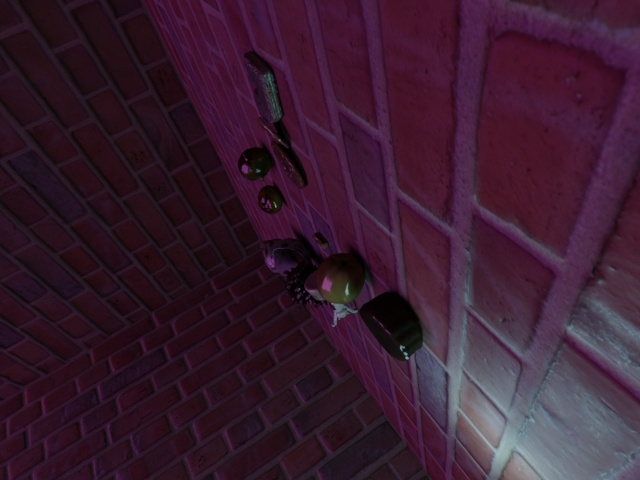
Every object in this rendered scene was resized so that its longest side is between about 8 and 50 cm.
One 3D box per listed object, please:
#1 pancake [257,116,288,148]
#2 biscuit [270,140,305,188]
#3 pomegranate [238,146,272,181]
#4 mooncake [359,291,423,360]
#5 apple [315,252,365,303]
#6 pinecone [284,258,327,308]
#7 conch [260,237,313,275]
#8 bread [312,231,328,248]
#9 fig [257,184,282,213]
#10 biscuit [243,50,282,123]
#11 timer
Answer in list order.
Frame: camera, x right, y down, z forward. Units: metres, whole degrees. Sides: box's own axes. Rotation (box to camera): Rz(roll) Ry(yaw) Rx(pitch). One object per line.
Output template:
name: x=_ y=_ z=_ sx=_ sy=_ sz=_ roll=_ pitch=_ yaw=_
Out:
pancake: x=-0.171 y=-0.387 z=1.554 sx=0.152 sy=0.025 sz=0.151 roll=43 pitch=-179 yaw=-1
biscuit: x=-0.125 y=-0.290 z=1.657 sx=0.219 sy=0.033 sz=0.220 roll=54 pitch=174 yaw=9
pomegranate: x=-0.305 y=-0.354 z=1.996 sx=0.156 sy=0.156 sz=0.220 roll=60 pitch=177 yaw=-6
mooncake: x=0.240 y=0.279 z=1.414 sx=0.228 sy=0.124 sz=0.228 roll=49 pitch=164 yaw=19
apple: x=0.075 y=0.139 z=1.586 sx=0.200 sy=0.200 sz=0.200 roll=55 pitch=168 yaw=18
pinecone: x=-0.058 y=0.226 z=2.149 sx=0.273 sy=0.224 sz=0.224 roll=32 pitch=167 yaw=0
conch: x=-0.194 y=0.078 z=2.360 sx=0.369 sy=0.197 sz=0.249 roll=7 pitch=138 yaw=15
bread: x=0.000 y=0.000 z=1.896 sx=0.083 sy=0.036 sz=0.047 roll=49 pitch=173 yaw=34
fig: x=-0.263 y=-0.211 z=2.227 sx=0.136 sy=0.121 sz=0.152 roll=-5 pitch=99 yaw=36
biscuit: x=-0.185 y=-0.485 z=1.416 sx=0.147 sy=0.046 sz=0.249 roll=51 pitch=166 yaw=30
timer: x=0.061 y=0.271 z=2.017 sx=0.265 sy=0.175 sz=0.175 roll=60 pitch=169 yaw=-24
